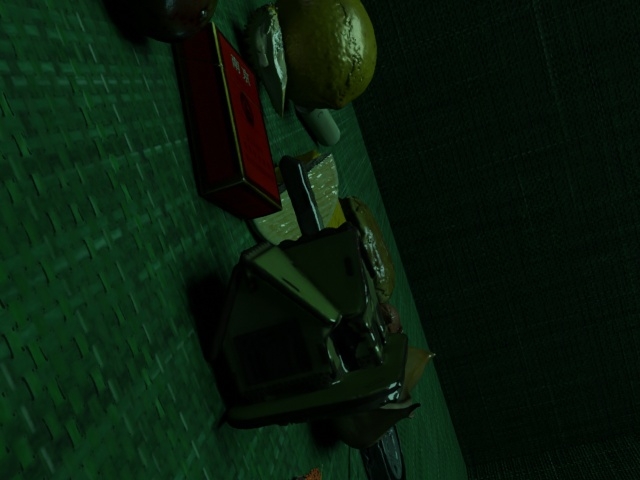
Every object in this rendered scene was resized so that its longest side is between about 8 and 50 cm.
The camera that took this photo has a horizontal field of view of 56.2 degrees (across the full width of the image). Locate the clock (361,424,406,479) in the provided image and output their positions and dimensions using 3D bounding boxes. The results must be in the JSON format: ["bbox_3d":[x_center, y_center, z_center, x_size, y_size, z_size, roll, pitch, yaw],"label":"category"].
[{"bbox_3d":[0.130,0.434,1.283,0.226,0.049,0.226,-16,90,-77],"label":"clock"}]

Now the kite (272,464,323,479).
[{"bbox_3d":[-0.019,0.370,0.793,0.222,0.008,0.125,44,33,-67],"label":"kite"}]

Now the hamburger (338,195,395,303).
[{"bbox_3d":[0.099,0.019,1.479,0.265,0.134,0.285,-77,150,-63],"label":"hamburger"}]

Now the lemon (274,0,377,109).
[{"bbox_3d":[0.001,-0.444,1.356,0.258,0.258,0.310,-36,116,-77],"label":"lemon"}]

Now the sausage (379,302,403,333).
[{"bbox_3d":[0.131,0.220,1.299,0.433,0.088,0.088,84,-4,-65],"label":"sausage"}]

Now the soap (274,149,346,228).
[{"bbox_3d":[0.000,-0.001,1.148,0.204,0.096,0.324,-77,149,-65],"label":"soap"}]

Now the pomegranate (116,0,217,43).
[{"bbox_3d":[-0.184,-0.289,0.693,0.130,0.130,0.130,-16,90,-78],"label":"pomegranate"}]

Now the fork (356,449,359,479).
[{"bbox_3d":[0.064,0.360,1.151,0.235,0.021,0.039,-81,148,-60],"label":"fork"}]

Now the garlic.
[{"bbox_3d":[0.088,0.252,1.007,0.151,0.196,0.338,59,13,6],"label":"garlic"}]

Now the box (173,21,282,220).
[{"bbox_3d":[-0.128,-0.162,0.851,0.153,0.074,0.240,28,46,-68],"label":"box"}]

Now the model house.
[{"bbox_3d":[-0.031,0.042,0.693,0.218,0.205,0.279,-46,121,-77],"label":"model house"}]

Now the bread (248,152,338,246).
[{"bbox_3d":[-0.034,-0.050,0.979,0.193,0.036,0.112,-41,124,-28],"label":"bread"}]

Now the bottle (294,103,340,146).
[{"bbox_3d":[-0.005,-0.324,1.607,0.201,0.072,0.072,43,33,-66],"label":"bottle"}]

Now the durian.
[{"bbox_3d":[-0.109,-0.353,1.192,0.140,0.078,0.224,72,13,-89],"label":"durian"}]
